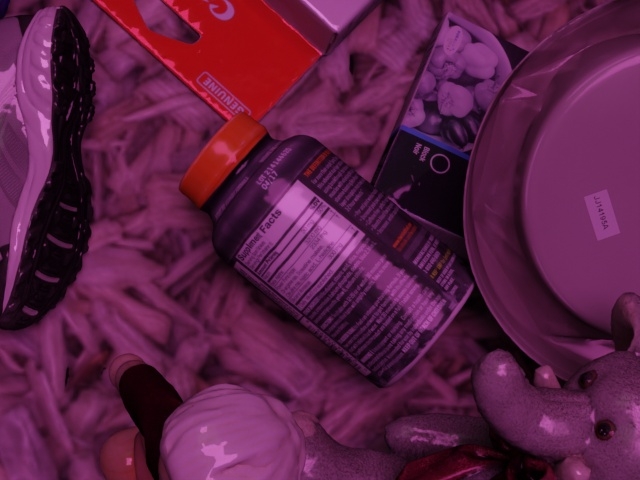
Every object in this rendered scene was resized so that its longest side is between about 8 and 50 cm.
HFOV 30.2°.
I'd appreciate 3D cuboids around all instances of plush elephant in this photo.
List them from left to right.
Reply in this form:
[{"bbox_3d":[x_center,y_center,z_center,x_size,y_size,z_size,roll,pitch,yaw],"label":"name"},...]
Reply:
[{"bbox_3d":[0.161,0.177,0.859,0.330,0.255,0.272,15,28,-19],"label":"plush elephant"}]

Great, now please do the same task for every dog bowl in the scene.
[{"bbox_3d":[0.285,-0.042,0.987,0.348,0.102,0.349,0,101,0],"label":"dog bowl"}]

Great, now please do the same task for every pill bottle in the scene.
[{"bbox_3d":[0.000,0.000,0.995,0.245,0.130,0.130,40,70,1],"label":"pill bottle"}]

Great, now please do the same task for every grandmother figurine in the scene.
[{"bbox_3d":[-0.082,0.167,0.817,0.208,0.342,0.104,40,70,1],"label":"grandmother figurine"}]

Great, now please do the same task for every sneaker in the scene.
[{"bbox_3d":[-0.253,-0.059,0.985,0.108,0.100,0.272,-2,77,13],"label":"sneaker"}]

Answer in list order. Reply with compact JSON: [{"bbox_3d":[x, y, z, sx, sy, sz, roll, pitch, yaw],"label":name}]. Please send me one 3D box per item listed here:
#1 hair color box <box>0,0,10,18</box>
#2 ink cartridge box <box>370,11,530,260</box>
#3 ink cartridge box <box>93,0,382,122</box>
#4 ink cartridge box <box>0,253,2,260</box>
[{"bbox_3d":[-0.401,-0.191,0.905,0.185,0.110,0.339,38,43,0],"label":"hair color box"},{"bbox_3d":[0.169,-0.078,1.099,0.208,0.045,0.206,25,71,-6],"label":"ink cartridge box"},{"bbox_3d":[-0.087,-0.273,1.090,0.275,0.060,0.239,42,69,1],"label":"ink cartridge box"},{"bbox_3d":[-0.375,0.020,0.848,0.237,0.172,0.100,-29,82,3],"label":"ink cartridge box"}]
